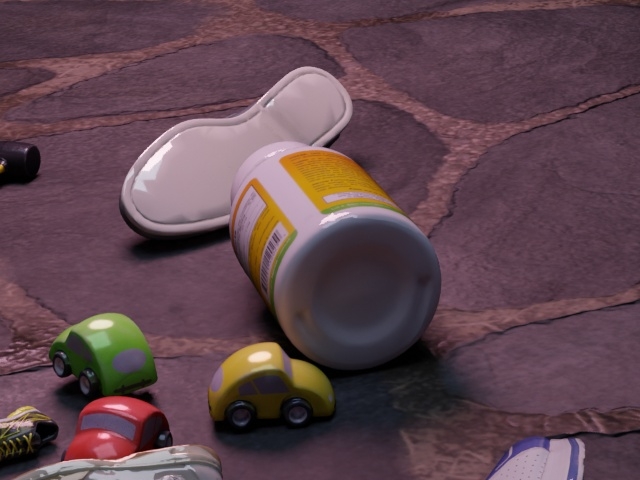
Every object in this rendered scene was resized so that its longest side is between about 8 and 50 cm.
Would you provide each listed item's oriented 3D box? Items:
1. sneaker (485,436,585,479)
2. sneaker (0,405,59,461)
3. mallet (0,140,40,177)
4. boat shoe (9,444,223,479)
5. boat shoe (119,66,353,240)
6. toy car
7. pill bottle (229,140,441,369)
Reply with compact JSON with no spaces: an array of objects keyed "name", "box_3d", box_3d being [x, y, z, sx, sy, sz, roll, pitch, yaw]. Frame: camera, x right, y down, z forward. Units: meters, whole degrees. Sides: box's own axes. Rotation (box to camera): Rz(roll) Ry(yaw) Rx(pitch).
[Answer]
[{"name":"sneaker","box_3d":[0.047,0.208,0.940,0.182,0.127,0.315,5,25,15]},{"name":"sneaker","box_3d":[-0.227,0.146,1.259,0.035,0.031,0.083,11,27,31]},{"name":"mallet","box_3d":[-0.368,-0.056,1.775,0.062,0.039,0.189,8,29,27]},{"name":"boat shoe","box_3d":[-0.144,0.181,1.125,0.170,0.063,0.059,-13,48,-7]},{"name":"boat shoe","box_3d":[-0.091,-0.073,1.727,0.319,0.116,0.099,-37,-5,-42]},{"name":"toy car","box_3d":[-0.135,0.102,1.299,0.239,0.053,0.225,-16,28,-37]},{"name":"pill bottle","box_3d":[0.000,0.000,1.436,0.136,0.136,0.246,-10,23,-13]}]
